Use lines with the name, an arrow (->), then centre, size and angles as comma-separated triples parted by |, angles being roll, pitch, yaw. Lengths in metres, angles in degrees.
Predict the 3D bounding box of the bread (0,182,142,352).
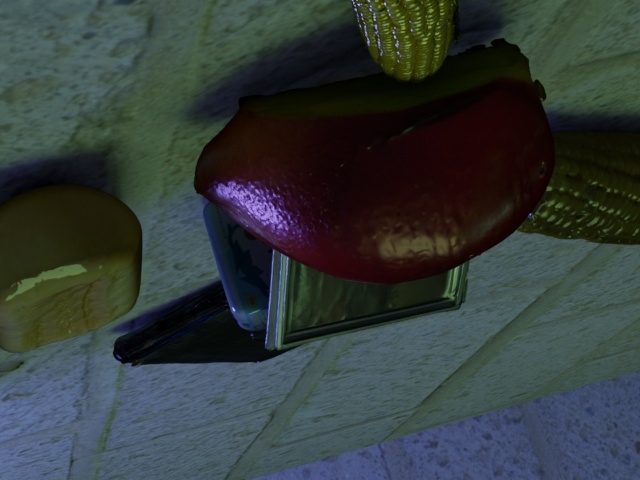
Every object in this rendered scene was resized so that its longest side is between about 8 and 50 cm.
bread -> -0.217, 0.017, 1.195 | 0.147, 0.098, 0.217 | -14, 167, -16

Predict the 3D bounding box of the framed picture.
framed picture -> 0.052, -0.023, 1.242 | 0.197, 0.014, 0.252 | -11, 127, -22

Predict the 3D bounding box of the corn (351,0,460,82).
corn -> 0.056, -0.154, 0.962 | 0.072, 0.072, 0.203 | -18, 166, 3

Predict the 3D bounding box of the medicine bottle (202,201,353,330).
medicine bottle -> 0.000, 0.000, 1.334 | 0.188, 0.119, 0.094 | -17, 165, 0

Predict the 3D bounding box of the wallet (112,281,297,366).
wallet -> -0.095, 0.108, 1.748 | 0.169, 0.044, 0.317 | -26, 164, 22

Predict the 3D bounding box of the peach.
peach -> 0.046, -0.045, 1.086 | 0.267, 0.159, 0.154 | -12, -167, -10

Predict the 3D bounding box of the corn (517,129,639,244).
corn -> 0.299, -0.056, 1.490 | 0.363, 0.120, 0.120 | 3, 155, -43
